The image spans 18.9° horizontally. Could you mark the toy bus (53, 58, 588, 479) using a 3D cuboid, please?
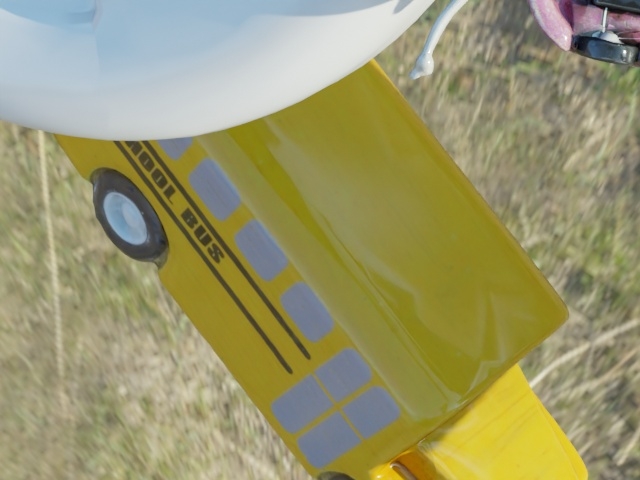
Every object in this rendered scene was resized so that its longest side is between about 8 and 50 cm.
[{"bbox_3d":[0.000,0.000,0.887,0.108,0.130,0.333,-35,85,-35],"label":"toy bus"}]

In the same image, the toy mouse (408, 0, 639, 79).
[{"bbox_3d":[0.090,-0.085,0.405,0.143,0.031,0.161,32,98,-10],"label":"toy mouse"}]

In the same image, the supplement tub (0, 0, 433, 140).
[{"bbox_3d":[-0.013,-0.197,0.574,0.241,0.241,0.331,29,35,7],"label":"supplement tub"}]
